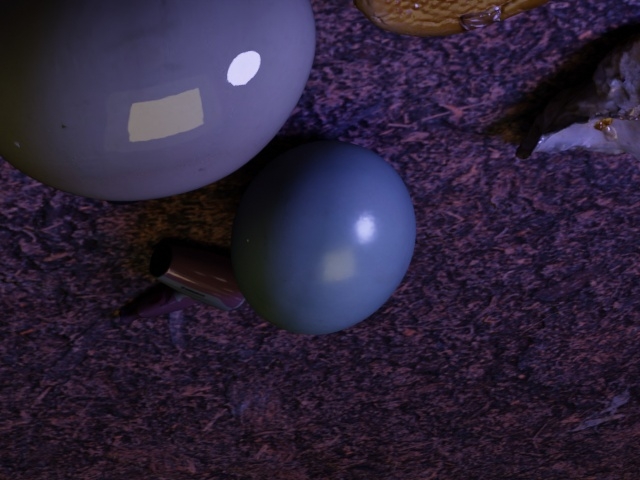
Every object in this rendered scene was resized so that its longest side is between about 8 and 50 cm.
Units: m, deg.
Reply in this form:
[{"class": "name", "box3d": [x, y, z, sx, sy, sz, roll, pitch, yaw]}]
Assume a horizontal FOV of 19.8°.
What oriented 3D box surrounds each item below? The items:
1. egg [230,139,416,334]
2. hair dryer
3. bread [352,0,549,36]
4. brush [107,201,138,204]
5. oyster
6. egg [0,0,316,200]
[{"class": "egg", "box3d": [0.000, 0.000, 1.709, 0.168, 0.168, 0.231, -2, 156, -18]}, {"class": "hair dryer", "box3d": [-0.155, 0.056, 1.881, 0.106, 0.054, 0.154, 18, 144, -36]}, {"class": "bread", "box3d": [0.115, -0.221, 1.455, 0.189, 0.077, 0.114, -13, 131, 4]}, {"class": "brush", "box3d": [-0.162, -0.045, 1.732, 0.083, 0.008, 0.024, -10, 148, -4]}, {"class": "oyster", "box3d": [0.286, -0.127, 1.687, 0.161, 0.107, 0.233, -4, 169, -24]}, {"class": "egg", "box3d": [-0.136, -0.138, 1.359, 0.269, 0.219, 0.219, -3, 152, 8]}]
